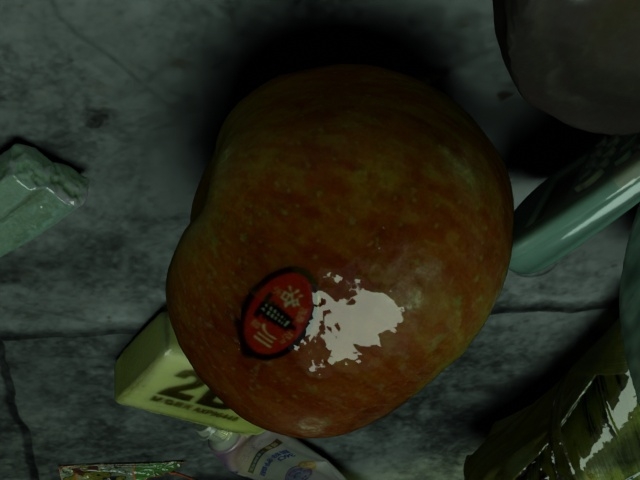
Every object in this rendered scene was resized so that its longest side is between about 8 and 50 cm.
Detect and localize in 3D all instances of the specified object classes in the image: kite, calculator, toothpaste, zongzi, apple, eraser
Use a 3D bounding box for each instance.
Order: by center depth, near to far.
[{"bbox_3d":[0.000,0.000,1.186,0.250,0.277,0.309,39,100,-25],"label":"apple"},{"bbox_3d":[0.235,-0.048,1.236,0.295,0.184,0.042,-37,96,29],"label":"calculator"},{"bbox_3d":[-0.109,0.138,1.500,0.172,0.058,0.117,19,135,-28],"label":"eraser"},{"bbox_3d":[0.252,0.193,1.570,0.251,0.125,0.274,-23,136,7],"label":"zongzi"},{"bbox_3d":[-0.040,0.257,1.669,0.075,0.048,0.301,-31,138,21],"label":"toothpaste"},{"bbox_3d":[-0.212,0.306,1.734,0.244,0.006,0.198,29,129,-36],"label":"kite"}]

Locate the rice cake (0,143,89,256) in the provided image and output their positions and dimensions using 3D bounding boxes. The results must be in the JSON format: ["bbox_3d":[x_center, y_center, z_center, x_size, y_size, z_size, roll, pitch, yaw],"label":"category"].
[{"bbox_3d":[-0.309,-0.010,1.302,0.226,0.040,0.085,-30,135,27],"label":"rice cake"}]

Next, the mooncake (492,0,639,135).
[{"bbox_3d":[0.239,-0.198,1.074,0.245,0.133,0.245,-4,140,-3],"label":"mooncake"}]

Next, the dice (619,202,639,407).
[{"bbox_3d":[0.480,0.048,1.257,0.328,0.330,0.348,11,139,-22],"label":"dice"}]
